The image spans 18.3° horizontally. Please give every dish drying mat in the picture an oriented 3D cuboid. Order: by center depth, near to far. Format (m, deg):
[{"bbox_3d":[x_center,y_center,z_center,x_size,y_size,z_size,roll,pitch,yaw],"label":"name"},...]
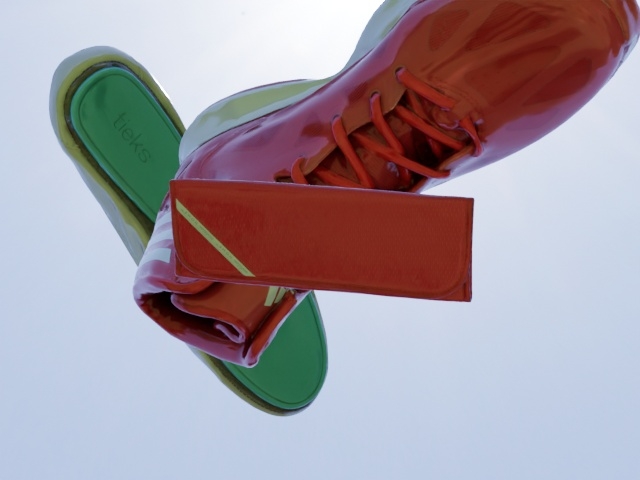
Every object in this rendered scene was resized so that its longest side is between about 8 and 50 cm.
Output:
[{"bbox_3d":[0.000,0.000,0.540,0.083,0.008,0.032,5,-64,12],"label":"dish drying mat"}]

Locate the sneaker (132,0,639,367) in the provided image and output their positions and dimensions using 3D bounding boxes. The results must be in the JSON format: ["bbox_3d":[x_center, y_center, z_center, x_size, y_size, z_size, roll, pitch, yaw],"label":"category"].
[{"bbox_3d":[0.018,-0.017,0.725,0.087,0.128,0.221,41,-45,-21],"label":"sneaker"}]

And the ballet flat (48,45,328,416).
[{"bbox_3d":[-0.079,-0.006,1.142,0.086,0.086,0.248,-30,-70,1],"label":"ballet flat"}]
